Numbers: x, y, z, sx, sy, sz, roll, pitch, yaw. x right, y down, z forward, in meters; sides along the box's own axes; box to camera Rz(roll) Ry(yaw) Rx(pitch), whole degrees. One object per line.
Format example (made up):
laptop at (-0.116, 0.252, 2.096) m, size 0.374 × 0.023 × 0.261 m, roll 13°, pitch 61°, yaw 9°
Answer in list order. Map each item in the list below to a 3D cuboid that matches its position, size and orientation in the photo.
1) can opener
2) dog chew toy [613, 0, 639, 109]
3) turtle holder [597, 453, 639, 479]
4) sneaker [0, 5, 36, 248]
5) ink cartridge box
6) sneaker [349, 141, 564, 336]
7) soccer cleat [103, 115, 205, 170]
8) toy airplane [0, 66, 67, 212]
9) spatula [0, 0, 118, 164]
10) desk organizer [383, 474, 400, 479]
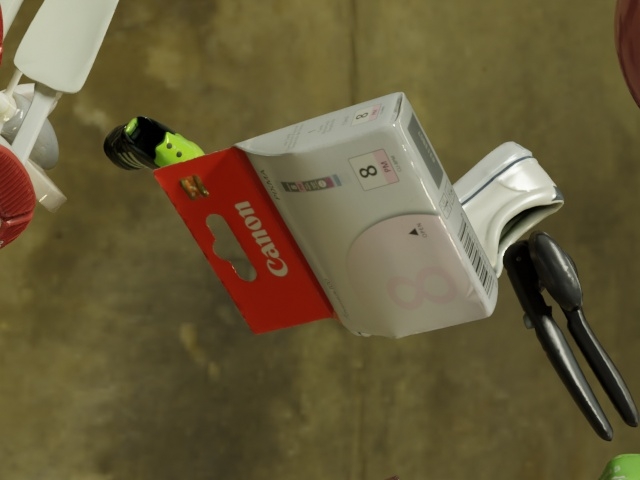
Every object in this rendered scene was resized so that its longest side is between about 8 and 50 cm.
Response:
can opener at (0.206, 0.081, 1.327) m, size 0.073 × 0.059 × 0.186 m, roll -23°, pitch 90°, yaw -79°
dog chew toy at (0.234, -0.123, 0.615) m, size 0.206 × 0.332 × 0.206 m, roll 9°, pitch 68°, yaw -23°
turtle holder at (0.308, 0.410, 1.705) m, size 0.227 × 0.243 × 0.320 m, roll -18°, pitch 81°, yaw -54°
sneaker at (-0.204, -0.092, 0.733) m, size 0.087 × 0.128 × 0.221 m, roll -28°, pitch 147°, yaw -23°
ink cartridge box at (0.000, 0.000, 1.261) m, size 0.189 × 0.232 × 0.066 m, roll 60°, pitch 26°, yaw -27°
sneaker at (0.133, 0.012, 1.591) m, size 0.258 × 0.091 × 0.094 m, roll -44°, pitch 155°, yaw -1°
soccer cleat at (-0.180, -0.102, 1.626) m, size 0.072 × 0.179 × 0.060 m, roll 43°, pitch 76°, yaw -34°
toy airplane at (-0.443, -0.201, 1.879) m, size 0.386 × 0.272 × 0.384 m, roll 31°, pitch 16°, yaw -12°
spatula at (-0.246, -0.089, 1.075) m, size 0.242 × 0.168 × 0.019 m, roll -65°, pitch 162°, yaw -1°
desk organizer at (0.032, 0.182, 0.764) m, size 0.047 × 0.050 × 0.130 m, roll 2°, pitch 53°, yaw -41°
